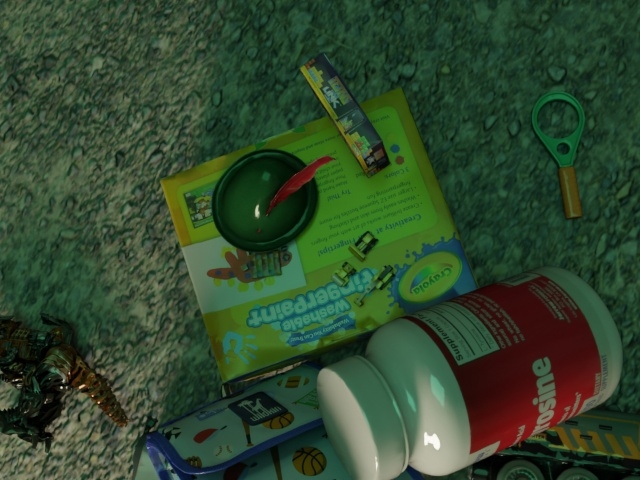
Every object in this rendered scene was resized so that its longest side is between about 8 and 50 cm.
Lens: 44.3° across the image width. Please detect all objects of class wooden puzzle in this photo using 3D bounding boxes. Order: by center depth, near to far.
[{"bbox_3d":[-0.090,0.035,1.282,0.083,0.006,0.049,-8,80,8],"label":"wooden puzzle"}]

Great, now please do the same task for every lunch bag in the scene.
[{"bbox_3d":[-0.047,0.385,1.211,0.328,0.239,0.385,-19,53,-30],"label":"lunch bag"}]

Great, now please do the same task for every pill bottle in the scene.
[{"bbox_3d":[0.212,0.198,1.145,0.407,0.229,0.229,-18,79,-21],"label":"pill bottle"}]

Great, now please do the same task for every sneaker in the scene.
[{"bbox_3d":[-0.147,0.304,1.409,0.044,0.040,0.109,-22,83,-12],"label":"sneaker"}]

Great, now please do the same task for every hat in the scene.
[{"bbox_3d":[-0.096,-0.091,1.209,0.208,0.183,0.173,-39,75,-1],"label":"hat"}]

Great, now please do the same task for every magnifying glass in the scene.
[{"bbox_3d":[0.430,-0.152,1.388,0.092,0.026,0.231,-8,82,7],"label":"magnifying glass"}]

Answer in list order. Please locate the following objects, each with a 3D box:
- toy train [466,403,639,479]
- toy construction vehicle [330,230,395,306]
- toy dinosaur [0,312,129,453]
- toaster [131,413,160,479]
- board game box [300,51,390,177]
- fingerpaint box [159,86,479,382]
[{"bbox_3d":[0.409,0.350,1.270,0.334,0.142,0.190,6,73,9],"label":"toy train"},{"bbox_3d":[0.069,0.044,1.241,0.098,0.035,0.086,-45,78,0],"label":"toy construction vehicle"},{"bbox_3d":[-0.499,0.251,1.416,0.322,0.164,0.218,17,68,32],"label":"toy dinosaur"},{"bbox_3d":[-0.250,0.425,1.360,0.146,0.129,0.227,10,82,6],"label":"toaster"},{"bbox_3d":[0.042,-0.193,1.229,0.048,0.141,0.170,-32,78,3],"label":"board game box"},{"bbox_3d":[0.000,0.000,1.361,0.445,0.163,0.371,-21,79,5],"label":"fingerpaint box"}]
